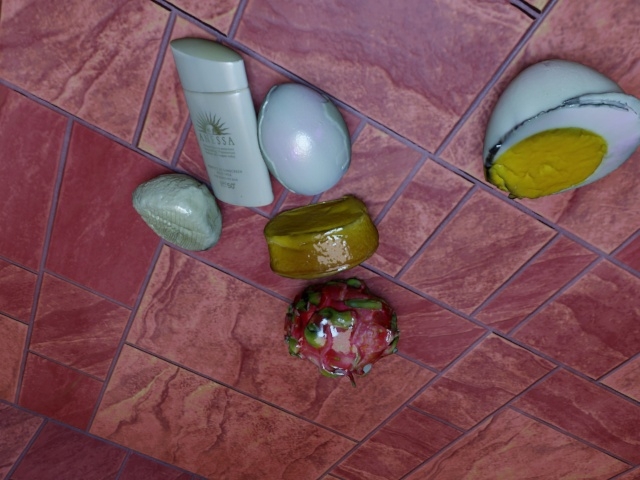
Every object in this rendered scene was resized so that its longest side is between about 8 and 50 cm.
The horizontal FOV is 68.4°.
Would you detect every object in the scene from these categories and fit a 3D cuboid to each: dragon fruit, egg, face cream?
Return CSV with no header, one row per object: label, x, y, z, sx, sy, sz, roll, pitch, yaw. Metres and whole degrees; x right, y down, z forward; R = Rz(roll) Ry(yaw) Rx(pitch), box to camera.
dragon fruit,0.058,0.220,1.195,0.302,0.237,0.231,-1,107,-9
egg,-0.039,-0.206,0.936,0.183,0.183,0.217,-24,121,24
egg,0.430,-0.211,0.878,0.264,0.174,0.286,-11,147,17
face cream,-0.199,-0.239,0.988,0.173,0.081,0.349,15,131,30

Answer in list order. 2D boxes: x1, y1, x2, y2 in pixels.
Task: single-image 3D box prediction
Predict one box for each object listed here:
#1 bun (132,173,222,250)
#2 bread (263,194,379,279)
bun,-0.325,-0.073,1.108,0.220,0.134,0.220,20,153,11
bread,0.000,0.000,1.076,0.269,0.195,0.143,-8,117,20
